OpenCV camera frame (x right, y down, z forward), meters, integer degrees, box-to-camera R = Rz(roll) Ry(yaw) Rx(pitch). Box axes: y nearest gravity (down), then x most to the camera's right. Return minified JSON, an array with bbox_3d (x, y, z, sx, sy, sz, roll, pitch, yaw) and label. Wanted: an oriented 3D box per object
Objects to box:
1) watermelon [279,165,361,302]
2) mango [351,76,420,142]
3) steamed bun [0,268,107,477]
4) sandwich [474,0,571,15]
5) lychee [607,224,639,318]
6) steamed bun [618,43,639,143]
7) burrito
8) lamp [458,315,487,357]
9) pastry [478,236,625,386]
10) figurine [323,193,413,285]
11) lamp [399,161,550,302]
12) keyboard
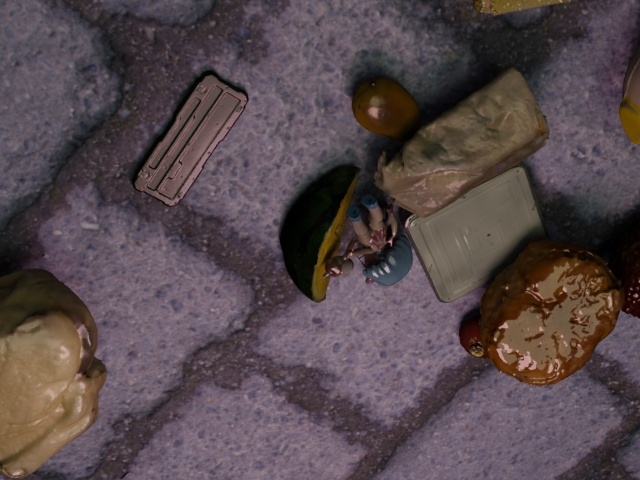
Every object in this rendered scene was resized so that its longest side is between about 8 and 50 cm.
[{"bbox_3d":[0.000,0.000,1.897,0.129,0.123,0.301,-10,127,-36],"label":"watermelon"},{"bbox_3d":[0.125,-0.237,1.800,0.161,0.076,0.103,34,105,-36],"label":"mango"},{"bbox_3d":[-0.560,0.233,1.788,0.324,0.230,0.372,-11,124,-11],"label":"steamed bun"},{"bbox_3d":[0.351,-0.457,1.749,0.162,0.058,0.193,-42,123,12],"label":"sandwich"},{"bbox_3d":[0.724,0.065,2.066,0.236,0.236,0.271,26,85,-27],"label":"lychee"},{"bbox_3d":[0.748,-0.271,1.821,0.373,0.334,0.334,23,111,-20],"label":"steamed bun"},{"bbox_3d":[0.264,-0.161,1.829,0.331,0.135,0.190,-35,157,7],"label":"burrito"},{"bbox_3d":[0.349,0.209,2.117,0.101,0.090,0.101,14,134,15],"label":"lamp"},{"bbox_3d":[0.465,0.143,2.019,0.255,0.162,0.311,42,100,-6],"label":"pastry"},{"bbox_3d":[0.098,0.017,1.875,0.205,0.103,0.260,-49,150,-13],"label":"figurine"},{"bbox_3d":[0.321,-0.018,1.995,0.269,0.047,0.266,-28,129,1],"label":"lamp"},{"bbox_3d":[-0.237,-0.180,1.765,0.106,0.016,0.262,28,108,-28],"label":"keyboard"}]
